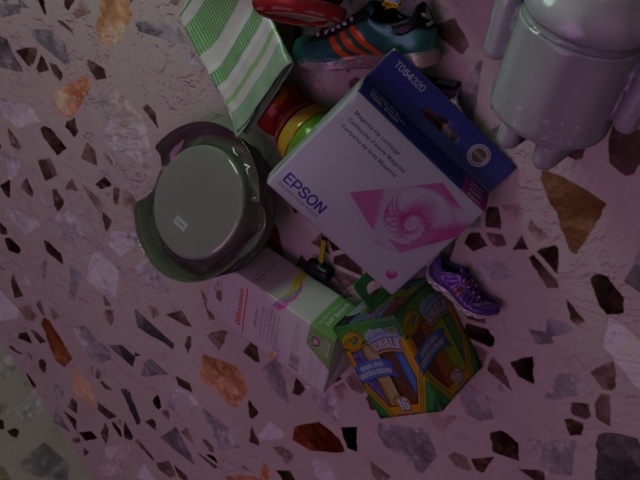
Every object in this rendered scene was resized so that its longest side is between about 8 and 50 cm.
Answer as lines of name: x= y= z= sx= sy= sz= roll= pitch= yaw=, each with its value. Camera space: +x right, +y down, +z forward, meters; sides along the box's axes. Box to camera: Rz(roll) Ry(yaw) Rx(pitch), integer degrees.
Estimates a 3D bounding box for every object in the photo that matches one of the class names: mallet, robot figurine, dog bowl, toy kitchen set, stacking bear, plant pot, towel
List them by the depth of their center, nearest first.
robot figurine: x=0.389 y=-0.283 z=1.601 sx=0.299 sy=0.199 sz=0.354 roll=31 pitch=132 yaw=21
plant pot: x=-0.032 y=-0.472 z=1.808 sx=0.191 sy=0.191 sz=0.174 roll=11 pitch=95 yaw=35
toy kitchen set: x=-0.099 y=-0.404 z=2.026 sx=0.068 sy=0.075 sz=0.083 roll=29 pitch=127 yaw=24
stacking bear: x=-0.021 y=-0.205 z=2.034 sx=0.289 sy=0.175 sz=0.164 roll=45 pitch=174 yaw=24
towel: x=-0.175 y=-0.400 z=2.036 sx=0.248 sy=0.038 sz=0.325 roll=-50 pitch=59 yaw=48
mallet: x=0.000 y=0.000 z=2.232 sx=0.062 sy=0.039 sz=0.190 roll=21 pitch=123 yaw=32
dog bowl: x=-0.245 y=-0.079 z=2.236 sx=0.348 sy=0.102 sz=0.349 roll=-4 pitch=83 yaw=33

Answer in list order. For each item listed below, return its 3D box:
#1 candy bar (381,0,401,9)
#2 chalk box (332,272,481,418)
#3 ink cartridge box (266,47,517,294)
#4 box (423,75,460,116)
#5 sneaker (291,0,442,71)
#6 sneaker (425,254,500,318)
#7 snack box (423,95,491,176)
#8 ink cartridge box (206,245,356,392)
candy bar: x=0.137 y=-0.476 z=1.779 sx=0.040 sy=0.018 sz=0.162 roll=12 pitch=91 yaw=32
chalk box: x=0.166 y=0.191 z=2.104 sx=0.179 sy=0.180 sz=0.289 roll=-16 pitch=106 yaw=44
ink cartridge box: x=0.130 y=-0.116 z=1.851 sx=0.324 sy=0.071 sz=0.330 roll=41 pitch=109 yaw=-14
box: x=0.206 y=-0.225 z=1.917 sx=0.116 sy=0.029 sz=0.162 roll=16 pitch=126 yaw=33
sneaker: x=0.077 y=-0.380 z=1.879 sx=0.302 sy=0.108 sz=0.121 roll=4 pitch=118 yaw=29
sneaker: x=0.283 y=0.092 z=2.027 sx=0.170 sy=0.068 sz=0.071 roll=36 pitch=126 yaw=16
snack box: x=0.254 y=-0.173 z=1.881 sx=0.064 sy=0.022 sz=0.178 roll=-20 pitch=113 yaw=22
ink cartridge box: x=-0.086 y=0.159 z=2.325 sx=0.353 sy=0.119 sz=0.207 roll=33 pitch=141 yaw=19
